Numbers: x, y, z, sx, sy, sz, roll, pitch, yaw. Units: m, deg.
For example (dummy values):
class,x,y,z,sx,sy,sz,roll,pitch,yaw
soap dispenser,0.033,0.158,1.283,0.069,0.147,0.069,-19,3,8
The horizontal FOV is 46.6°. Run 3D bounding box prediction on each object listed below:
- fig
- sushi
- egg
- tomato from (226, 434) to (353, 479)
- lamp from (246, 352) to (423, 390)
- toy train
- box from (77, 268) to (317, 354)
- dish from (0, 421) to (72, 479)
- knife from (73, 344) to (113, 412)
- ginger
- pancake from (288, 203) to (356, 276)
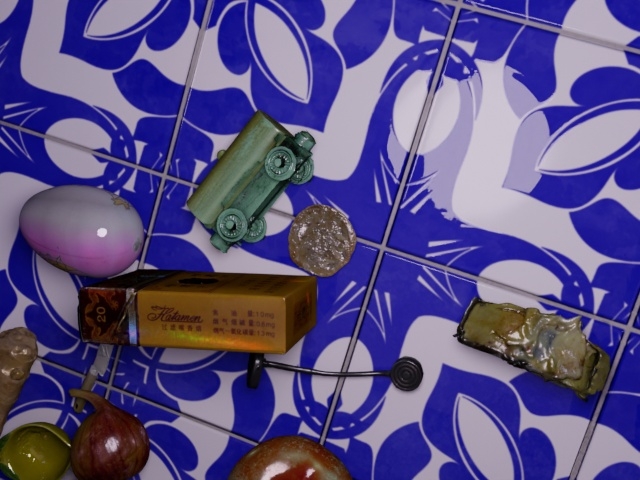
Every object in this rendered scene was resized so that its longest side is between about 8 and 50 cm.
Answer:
class,x,y,z,sx,sy,sz,roll,pitch,yaw
fig,-0.464,0.420,1.618,0.175,0.175,0.207,-8,84,13
sushi,0.410,0.192,1.420,0.291,0.131,0.139,23,77,16
egg,-0.502,-0.025,1.565,0.271,0.196,0.196,24,100,26
tomato,-0.062,0.536,1.493,0.270,0.222,0.270,2,63,-3
lamp,0.017,0.277,1.516,0.371,0.108,0.130,11,97,11
toy train,-0.146,-0.123,1.505,0.189,0.126,0.307,42,103,6
box,-0.235,0.134,1.481,0.415,0.264,0.116,2,98,13
dish,-0.637,0.478,1.699,0.207,0.080,0.149,-4,97,12
knife,-0.490,0.280,1.637,0.047,0.017,0.298,45,120,31
ginger,-0.750,0.357,1.661,0.190,0.126,0.354,7,68,39
pancake,-0.001,0.000,1.536,0.151,0.025,0.152,1,97,12
